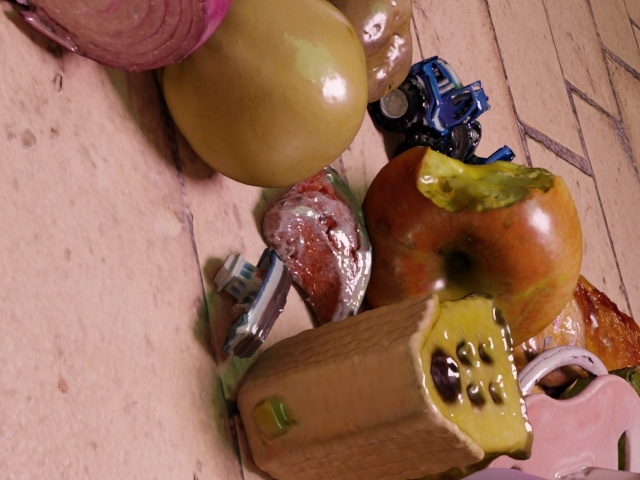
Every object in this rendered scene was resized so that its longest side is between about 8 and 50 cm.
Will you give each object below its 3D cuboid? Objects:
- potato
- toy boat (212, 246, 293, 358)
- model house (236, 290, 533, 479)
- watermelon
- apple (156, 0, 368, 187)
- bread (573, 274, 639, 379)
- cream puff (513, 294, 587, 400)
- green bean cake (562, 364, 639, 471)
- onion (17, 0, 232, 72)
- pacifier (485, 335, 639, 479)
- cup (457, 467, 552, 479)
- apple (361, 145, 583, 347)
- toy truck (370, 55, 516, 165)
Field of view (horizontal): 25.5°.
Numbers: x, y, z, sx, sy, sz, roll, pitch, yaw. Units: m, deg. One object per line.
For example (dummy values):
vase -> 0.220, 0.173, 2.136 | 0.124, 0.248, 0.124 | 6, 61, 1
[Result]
potato -> 0.035, -0.254, 1.586 | 0.154, 0.137, 0.200 | 86, 1, -57
toy boat -> -0.065, 0.046, 1.263 | 0.066, 0.059, 0.140 | 35, 35, -8
model house -> 0.056, 0.150, 1.263 | 0.234, 0.193, 0.175 | -4, 78, -64
watermelon -> 0.000, 0.000, 1.408 | 0.139, 0.071, 0.187 | 22, 53, -52
apple -> -0.052, -0.147, 1.282 | 0.200, 0.200, 0.200 | 43, 37, -43
bread -> 0.346, 0.105, 1.955 | 0.380, 0.109, 0.185 | 41, 38, -42
cream puff -> 0.240, 0.117, 1.712 | 0.189, 0.129, 0.189 | 13, 71, -45
green bean cake -> 0.408, 0.315, 1.863 | 0.250, 0.156, 0.247 | 35, 42, -50
onion -> -0.166, -0.253, 1.154 | 0.207, 0.200, 0.201 | 8, 53, -11
pacifier -> 0.297, 0.278, 1.583 | 0.332, 0.220, 0.273 | -6, 45, -44
cup -> 0.257, 0.354, 1.256 | 0.253, 0.371, 0.253 | -2, 94, -38
apple -> 0.156, -0.003, 1.508 | 0.246, 0.246, 0.226 | 61, 17, -16
toy truck -> 0.157, -0.122, 1.729 | 0.208, 0.126, 0.113 | 68, 26, -6
